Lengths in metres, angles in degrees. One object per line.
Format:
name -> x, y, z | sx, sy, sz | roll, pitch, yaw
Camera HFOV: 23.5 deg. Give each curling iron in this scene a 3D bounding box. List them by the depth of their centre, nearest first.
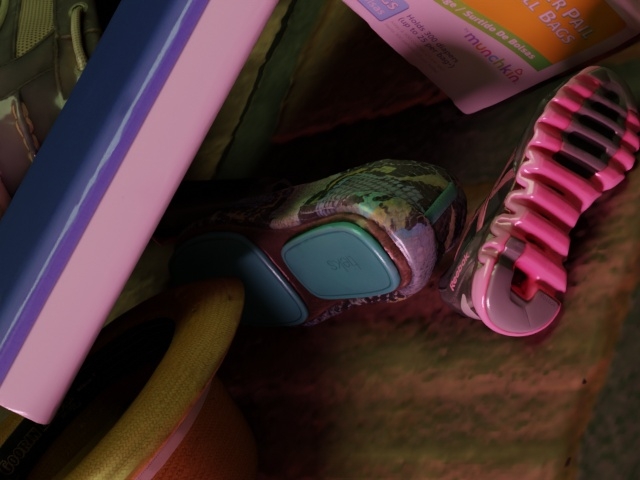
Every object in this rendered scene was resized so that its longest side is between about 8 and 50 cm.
curling iron -> -0.097, -0.005, 0.838 | 0.274, 0.035, 0.068 | -9, 43, 50

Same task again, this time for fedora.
fedora -> -0.084, 0.101, 0.655 | 0.194, 0.079, 0.194 | -38, 16, 13

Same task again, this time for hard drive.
hard drive -> -0.073, -0.086, 0.710 | 0.318, 0.040, 0.210 | -62, 16, 0

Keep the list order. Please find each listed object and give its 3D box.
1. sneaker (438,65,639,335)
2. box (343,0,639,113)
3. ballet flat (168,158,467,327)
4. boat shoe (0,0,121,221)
sneaker -> 0.083, -0.018, 0.612 | 0.119, 0.047, 0.057 | -59, 20, -15
box -> 0.083, -0.179, 0.707 | 0.103, 0.114, 0.203 | -24, 41, 39
ballet flat -> 0.000, 0.000, 0.682 | 0.188, 0.070, 0.070 | -6, 53, 56
boat shoe -> -0.139, -0.124, 0.965 | 0.130, 0.132, 0.355 | -12, 36, 11
